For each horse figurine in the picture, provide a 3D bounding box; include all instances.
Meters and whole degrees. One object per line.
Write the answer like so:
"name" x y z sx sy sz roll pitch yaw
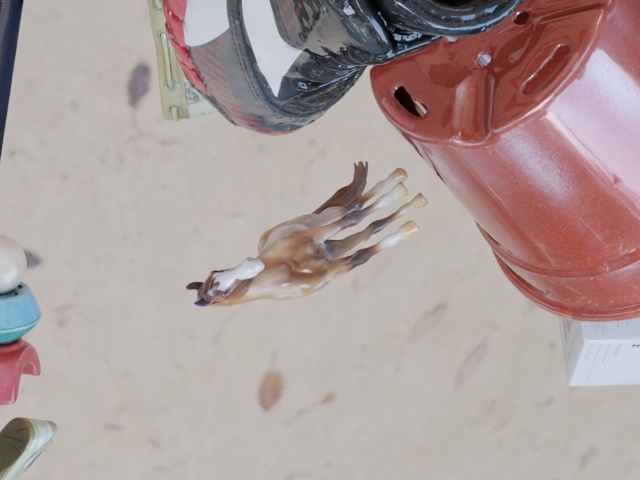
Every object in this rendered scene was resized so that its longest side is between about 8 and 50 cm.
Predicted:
"horse figurine" 0.000 0.000 1.160 0.174 0.066 0.263 -28 -173 10

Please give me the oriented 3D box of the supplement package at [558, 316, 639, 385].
"supplement package" 0.326 0.071 1.345 0.179 0.105 0.105 -2 149 0

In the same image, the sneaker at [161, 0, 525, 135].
"sneaker" 0.009 -0.104 0.538 0.097 0.135 0.276 -30 161 -24

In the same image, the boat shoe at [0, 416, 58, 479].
"boat shoe" -0.339 0.242 1.501 0.153 0.056 0.048 -47 150 23

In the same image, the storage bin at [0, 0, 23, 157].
"storage bin" -0.239 -0.108 0.804 0.122 0.084 0.180 48 46 -70

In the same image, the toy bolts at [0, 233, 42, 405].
"toy bolts" -0.388 0.070 1.355 0.218 0.228 0.158 -81 174 -73

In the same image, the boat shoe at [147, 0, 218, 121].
"boat shoe" -0.132 -0.225 1.171 0.089 0.104 0.285 -16 119 5

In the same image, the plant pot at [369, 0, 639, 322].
"plant pot" 0.192 -0.108 1.125 0.272 0.272 0.265 -50 137 4
